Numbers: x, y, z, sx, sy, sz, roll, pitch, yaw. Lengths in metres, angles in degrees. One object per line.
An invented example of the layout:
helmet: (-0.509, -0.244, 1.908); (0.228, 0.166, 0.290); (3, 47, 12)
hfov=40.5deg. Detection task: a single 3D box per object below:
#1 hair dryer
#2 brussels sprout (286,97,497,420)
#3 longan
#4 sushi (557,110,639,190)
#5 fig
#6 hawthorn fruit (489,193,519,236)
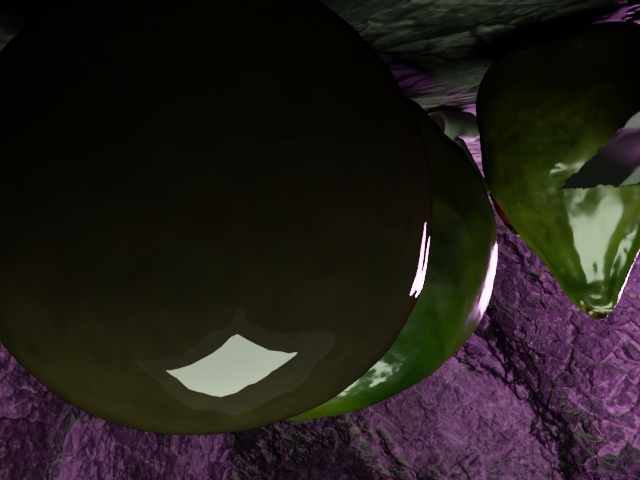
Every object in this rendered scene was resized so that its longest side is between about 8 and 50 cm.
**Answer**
hair dryer: (0.161, -0.086, 0.936); (0.063, 0.124, 0.038); (-6, 155, -45)
brussels sprout: (0.000, 0.000, 0.766); (0.344, 0.268, 0.344); (-20, -151, 11)
longan: (-0.060, -0.021, 0.466); (0.257, 0.258, 0.258); (-8, 177, 0)
sushi: (0.391, -0.089, 0.564); (0.372, 0.100, 0.296); (-5, 149, -35)
fig: (0.219, -0.073, 0.722); (0.167, 0.234, 0.167); (-13, -142, 10)
hawthorn fruit: (0.267, -0.082, 0.957); (0.181, 0.181, 0.235); (-8, -168, -8)
